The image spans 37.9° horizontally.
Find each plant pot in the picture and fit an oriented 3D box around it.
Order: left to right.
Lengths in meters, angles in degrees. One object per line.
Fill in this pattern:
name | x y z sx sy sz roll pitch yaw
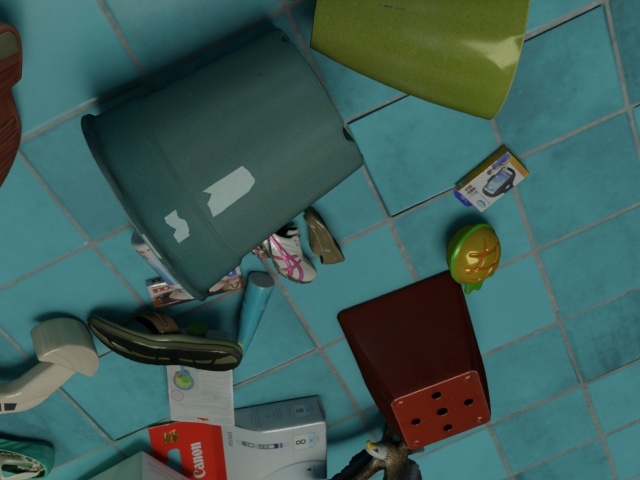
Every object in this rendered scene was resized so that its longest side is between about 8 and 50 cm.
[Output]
plant pot | -0.136 -0.138 1.453 0.334 0.341 0.341 -33 130 1
plant pot | 0.138 -0.341 1.412 0.294 0.274 0.274 8 127 -3
plant pot | 0.218 0.268 1.927 0.267 0.235 0.267 -21 131 1

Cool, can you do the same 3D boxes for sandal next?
sandal | -0.297 0.186 1.799 0.303 0.086 0.120 9 151 -1

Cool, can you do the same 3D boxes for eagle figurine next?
eagle figurine | 0.136 0.513 2.082 0.225 0.226 0.298 33 72 -20

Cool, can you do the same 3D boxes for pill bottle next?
pill bottle | -0.263 0.030 1.684 0.087 0.087 0.160 -30 126 9

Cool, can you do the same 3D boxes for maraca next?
maraca | 0.309 0.037 1.853 0.127 0.099 0.185 -44 142 -8

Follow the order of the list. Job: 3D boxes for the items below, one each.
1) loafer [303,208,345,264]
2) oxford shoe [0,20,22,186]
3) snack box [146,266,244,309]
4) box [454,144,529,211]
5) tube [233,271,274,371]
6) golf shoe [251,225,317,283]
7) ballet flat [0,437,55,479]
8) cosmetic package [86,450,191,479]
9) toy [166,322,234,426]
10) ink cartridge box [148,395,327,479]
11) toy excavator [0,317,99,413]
loafer | 0.000 0.000 1.762 0.050 0.056 0.148 -31 130 2
oxford shoe | -0.554 -0.189 1.428 0.147 0.140 0.397 26 128 4
snack box | -0.239 0.084 1.785 0.178 0.022 0.064 -14 129 -4
box | 0.323 -0.112 1.781 0.136 0.028 0.081 -41 128 16
tube | -0.141 0.159 1.846 0.052 0.080 0.207 18 120 -1
golf shoe | -0.061 0.017 1.751 0.086 0.067 0.186 -41 128 16
ballet flat | -0.671 0.449 1.920 0.247 0.087 0.083 14 124 -25
cosmetic package | -0.471 0.646 2.074 0.385 0.156 0.217 -30 131 16
toy | -0.242 0.269 1.907 0.137 0.056 0.237 5 121 7
ink cartridge box | -0.177 0.514 2.114 0.385 0.091 0.308 -9 130 -10
toy excavator | -0.687 0.318 1.761 0.445 0.222 0.433 3 128 -36
